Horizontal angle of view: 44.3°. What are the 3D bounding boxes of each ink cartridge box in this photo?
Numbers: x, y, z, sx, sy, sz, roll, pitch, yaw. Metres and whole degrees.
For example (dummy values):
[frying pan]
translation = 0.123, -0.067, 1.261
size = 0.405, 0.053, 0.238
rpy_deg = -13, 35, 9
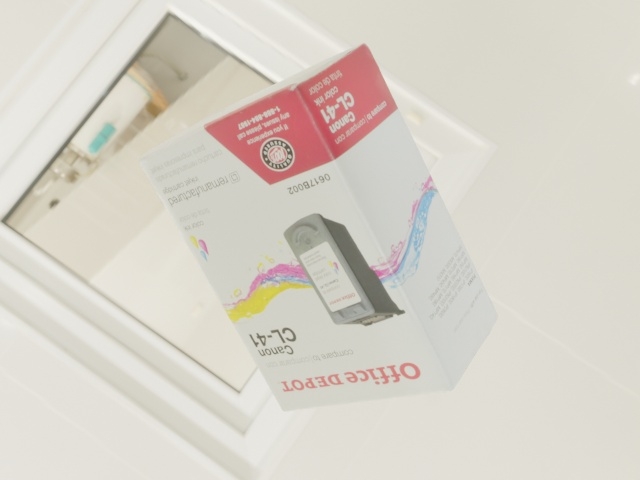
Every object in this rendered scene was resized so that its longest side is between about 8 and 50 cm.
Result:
[ink cartridge box]
translation = 0.000, 0.000, 0.761
size = 0.226, 0.131, 0.306
rpy_deg = -17, 106, 40
